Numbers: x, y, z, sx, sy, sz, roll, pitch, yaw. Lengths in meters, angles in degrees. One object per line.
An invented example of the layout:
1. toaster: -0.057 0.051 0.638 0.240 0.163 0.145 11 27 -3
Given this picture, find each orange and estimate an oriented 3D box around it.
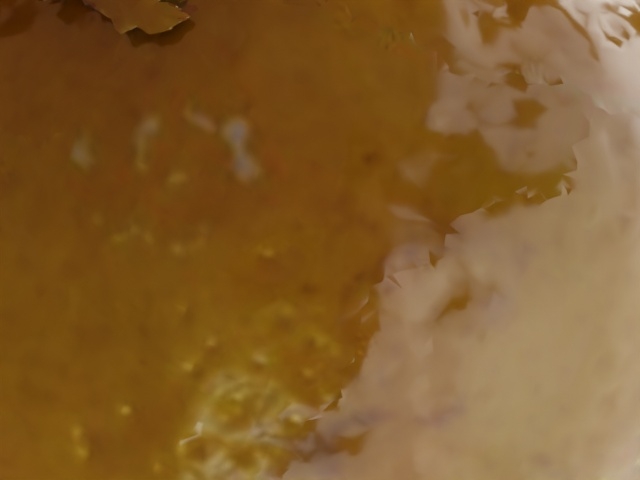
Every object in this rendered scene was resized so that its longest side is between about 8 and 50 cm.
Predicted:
1. orange: -0.001 -0.002 0.449 0.193 0.219 0.219 -61 -152 0
